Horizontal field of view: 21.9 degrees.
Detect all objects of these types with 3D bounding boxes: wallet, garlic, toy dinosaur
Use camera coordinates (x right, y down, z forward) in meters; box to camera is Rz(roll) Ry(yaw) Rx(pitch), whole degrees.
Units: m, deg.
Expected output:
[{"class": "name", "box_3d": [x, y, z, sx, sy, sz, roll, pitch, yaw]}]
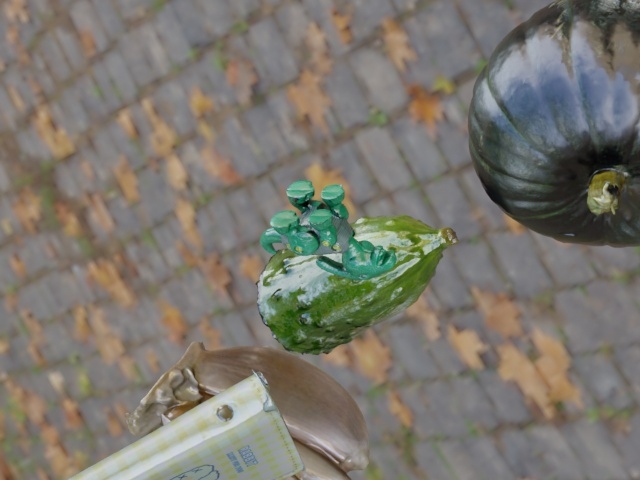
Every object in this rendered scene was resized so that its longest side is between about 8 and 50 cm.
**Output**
[{"class": "wallet", "box_3d": [-0.178, 0.274, 1.857, 0.077, 0.309, 0.223, 58, 173, 25]}, {"class": "garlic", "box_3d": [-0.072, 0.247, 2.126, 0.325, 0.279, 0.132, 30, 128, 4]}, {"class": "toy dinosaur", "box_3d": [0.000, 0.000, 1.477, 0.132, 0.059, 0.096, 0, 135, 33]}]

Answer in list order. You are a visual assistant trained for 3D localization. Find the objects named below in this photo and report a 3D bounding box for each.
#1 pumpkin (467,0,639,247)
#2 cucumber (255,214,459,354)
[{"class": "pumpkin", "box_3d": [0.251, -0.095, 1.435, 0.250, 0.216, 0.250, 9, 133, 9]}, {"class": "cucumber", "box_3d": [0.052, 0.034, 1.782, 0.244, 0.134, 0.134, -27, 92, 41]}]
